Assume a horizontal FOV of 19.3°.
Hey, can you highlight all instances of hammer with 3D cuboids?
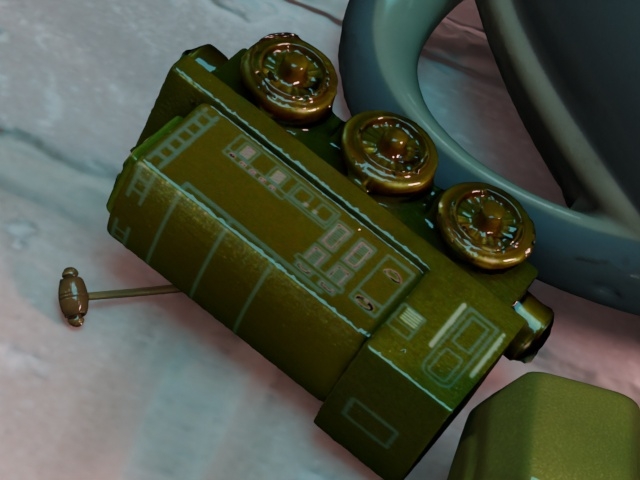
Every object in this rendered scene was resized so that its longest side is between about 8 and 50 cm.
[{"bbox_3d":[-0.068,0.023,0.909,0.123,0.014,0.029,-5,76,-26],"label":"hammer"}]

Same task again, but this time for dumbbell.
[{"bbox_3d":[0.201,0.146,0.823,0.302,0.121,0.108,16,75,-5],"label":"dumbbell"}]

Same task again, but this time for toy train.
[{"bbox_3d":[0.000,0.000,0.891,0.225,0.090,0.137,37,49,8],"label":"toy train"}]

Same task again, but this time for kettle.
[{"bbox_3d":[0.176,-0.113,0.986,0.319,0.247,0.342,-29,52,-7],"label":"kettle"}]
